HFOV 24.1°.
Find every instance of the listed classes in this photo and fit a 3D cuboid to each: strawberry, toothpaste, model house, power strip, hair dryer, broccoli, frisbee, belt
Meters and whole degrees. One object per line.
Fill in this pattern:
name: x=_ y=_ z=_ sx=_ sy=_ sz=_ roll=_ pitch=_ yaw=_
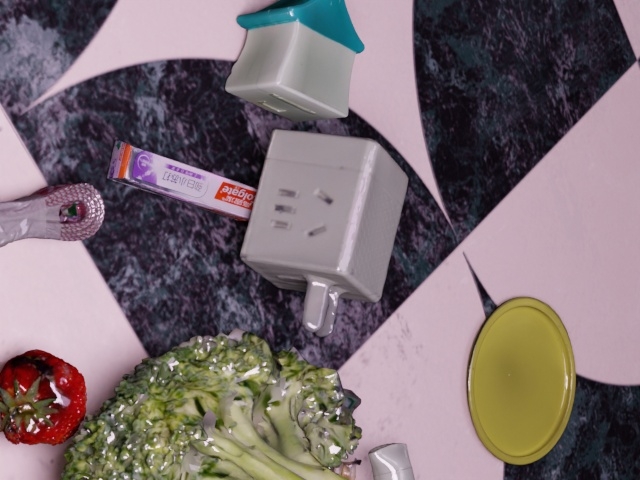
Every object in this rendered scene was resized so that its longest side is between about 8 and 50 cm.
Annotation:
strawberry: x=-0.283 y=0.161 z=1.532 sx=0.106 sy=0.106 sz=0.106 roll=1 pitch=89 yaw=-43
toothpaste: x=-0.150 y=-0.066 z=1.692 sx=0.196 sy=0.040 sz=0.047 roll=18 pitch=79 yaw=-42
model house: x=-0.026 y=-0.227 z=1.768 sx=0.127 sy=0.100 sz=0.149 roll=22 pitch=77 yaw=-41
power strip: x=0.000 y=0.000 z=1.738 sx=0.139 sy=0.140 sz=0.224 roll=42 pitch=60 yaw=-64
hair dryer: x=0.043 y=0.359 z=1.774 sx=0.237 sy=0.075 sz=0.206 roll=-9 pitch=81 yaw=-43
broccoli: x=-0.094 y=0.265 z=1.589 sx=0.375 sy=0.302 sz=0.249 roll=-18 pitch=145 yaw=-50
frisbee: x=0.281 y=0.196 z=2.101 sx=0.236 sy=0.017 sz=0.236 roll=0 pitch=90 yaw=-43
belt: x=-0.323 y=-0.017 z=1.521 sx=0.232 sy=0.053 sz=0.071 roll=-9 pitch=96 yaw=-43

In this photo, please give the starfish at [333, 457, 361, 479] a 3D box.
starfish: x=0.017 y=0.457 z=1.809 sx=0.432 sy=0.082 sz=0.324 roll=-37 pitch=107 yaw=-45
